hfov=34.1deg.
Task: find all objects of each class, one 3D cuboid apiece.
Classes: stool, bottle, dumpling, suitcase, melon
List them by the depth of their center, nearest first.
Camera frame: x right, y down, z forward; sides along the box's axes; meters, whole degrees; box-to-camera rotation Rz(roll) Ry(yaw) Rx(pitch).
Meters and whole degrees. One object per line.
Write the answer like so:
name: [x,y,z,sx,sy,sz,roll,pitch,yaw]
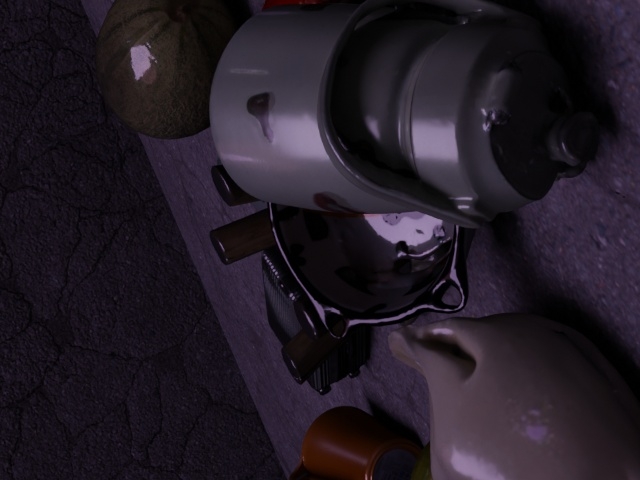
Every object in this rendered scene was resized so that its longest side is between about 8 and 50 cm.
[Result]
bottle: [0.074,-0.119,0.969,0.352,0.229,0.229,12,131,44]
dumpling: [0.260,0.225,1.149,0.395,0.233,0.315,35,-176,33]
stool: [0.000,0.000,1.462,0.310,0.226,0.310,58,162,16]
melon: [-0.249,-0.303,1.729,0.248,0.248,0.329,60,161,10]
suitcase: [-0.010,0.132,1.880,0.202,0.128,0.312,54,161,29]

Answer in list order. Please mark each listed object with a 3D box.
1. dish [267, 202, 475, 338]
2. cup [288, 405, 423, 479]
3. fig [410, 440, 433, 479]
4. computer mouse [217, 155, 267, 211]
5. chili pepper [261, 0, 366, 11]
dish: [0.078,-0.041,1.227,0.303,0.120,0.303,10,107,36]
cup: [0.068,0.428,1.973,0.264,0.226,0.182,-1,112,66]
fig: [0.206,0.357,1.464,0.167,0.167,0.233,48,132,43]
computer mouse: [-0.093,-0.103,1.875,0.231,0.079,0.128,46,161,1]
chili pepper: [-0.007,-0.256,1.227,0.338,0.134,0.131,110,174,-65]
